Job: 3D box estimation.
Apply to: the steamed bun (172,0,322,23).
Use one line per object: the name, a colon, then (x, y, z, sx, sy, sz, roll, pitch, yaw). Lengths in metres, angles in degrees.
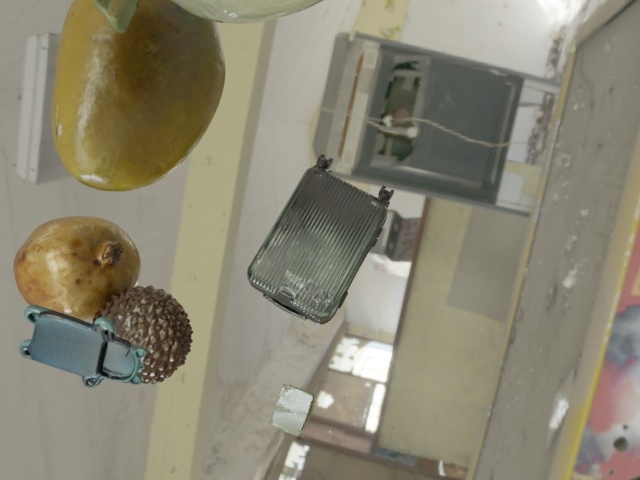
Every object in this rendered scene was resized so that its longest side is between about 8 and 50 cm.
steamed bun: (-0.091, -0.393, 0.553, 0.311, 0.233, 0.334, -31, -40, -37)

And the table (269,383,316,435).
table: (-0.049, 0.320, 1.094, 0.083, 0.062, 0.079, 68, -137, -75)

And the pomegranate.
pomegranate: (-0.498, 0.056, 1.195, 0.248, 0.248, 0.248, 12, -90, -80)

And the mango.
mango: (-0.272, -0.237, 0.860, 0.253, 0.182, 0.365, 34, -124, -35)

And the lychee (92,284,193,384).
lychee: (-0.353, 0.193, 1.131, 0.200, 0.200, 0.238, -61, -5, -58)

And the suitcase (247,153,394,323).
suitcase: (0.000, 0.000, 1.152, 0.312, 0.202, 0.128, -60, -6, -13)

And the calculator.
calculator: (-0.262, 0.120, 0.639, 0.019, 0.141, 0.094, -79, 9, -68)

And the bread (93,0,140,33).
bread: (-0.186, -0.217, 0.388, 0.074, 0.139, 0.084, 165, 130, -86)

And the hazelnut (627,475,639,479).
hazelnut: (0.323, 0.311, 0.459, 0.218, 0.217, 0.234, 45, -156, -78)
